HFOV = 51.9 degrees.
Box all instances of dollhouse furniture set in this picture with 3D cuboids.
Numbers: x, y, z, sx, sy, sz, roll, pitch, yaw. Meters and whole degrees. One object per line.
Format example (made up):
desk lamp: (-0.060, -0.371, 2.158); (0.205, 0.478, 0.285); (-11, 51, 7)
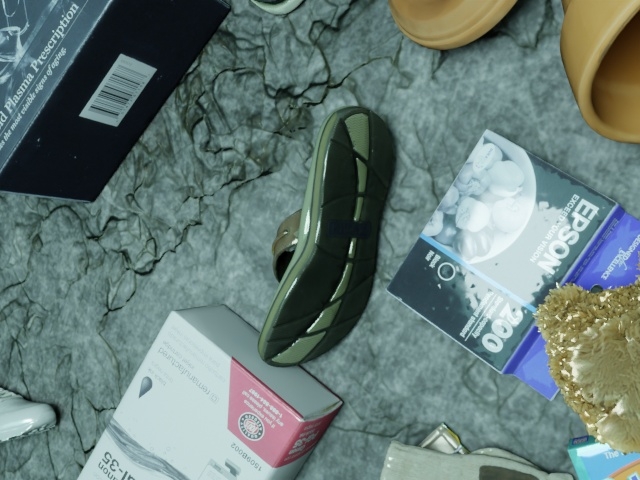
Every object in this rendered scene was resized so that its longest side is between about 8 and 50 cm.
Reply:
dollhouse furniture set: (0.110, 0.280, 0.723); (0.151, 0.058, 0.076); (-42, 66, -4)

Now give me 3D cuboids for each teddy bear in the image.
teddy bear: (0.364, 0.065, 0.566); (0.338, 0.113, 0.245); (-42, 70, 2)

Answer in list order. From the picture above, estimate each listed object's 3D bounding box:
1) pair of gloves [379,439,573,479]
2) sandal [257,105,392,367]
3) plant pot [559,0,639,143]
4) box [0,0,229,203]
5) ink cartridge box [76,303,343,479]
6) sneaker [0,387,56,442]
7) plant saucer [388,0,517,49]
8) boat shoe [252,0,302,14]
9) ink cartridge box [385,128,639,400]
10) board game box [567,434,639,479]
pair of gloves: (0.151, 0.324, 0.640); (0.204, 0.042, 0.240); (5, 68, 2)
sandal: (0.001, -0.001, 0.743); (0.086, 0.120, 0.303); (21, 96, 50)
plant pot: (0.313, -0.244, 0.523); (0.290, 0.291, 0.204); (-25, 64, 21)
box: (-0.355, -0.281, 0.854); (0.312, 0.179, 0.343); (45, 105, 19)
ink cartridge box: (-0.139, 0.250, 0.780); (0.207, 0.117, 0.283); (35, 102, 20)
sneaker: (-0.484, 0.250, 0.953); (0.235, 0.090, 0.095); (-12, 75, 21)
plant saucer: (0.134, -0.299, 0.671); (0.200, 0.037, 0.200); (-6, 82, 51)
boat shoe: (-0.148, -0.415, 0.801); (0.127, 0.113, 0.340); (-40, 74, 18)
ink cartridge box: (0.204, 0.026, 0.677); (0.208, 0.045, 0.206); (35, 102, 19)
board game box: (0.347, 0.270, 0.606); (0.160, 0.047, 0.210); (-24, 78, 21)
